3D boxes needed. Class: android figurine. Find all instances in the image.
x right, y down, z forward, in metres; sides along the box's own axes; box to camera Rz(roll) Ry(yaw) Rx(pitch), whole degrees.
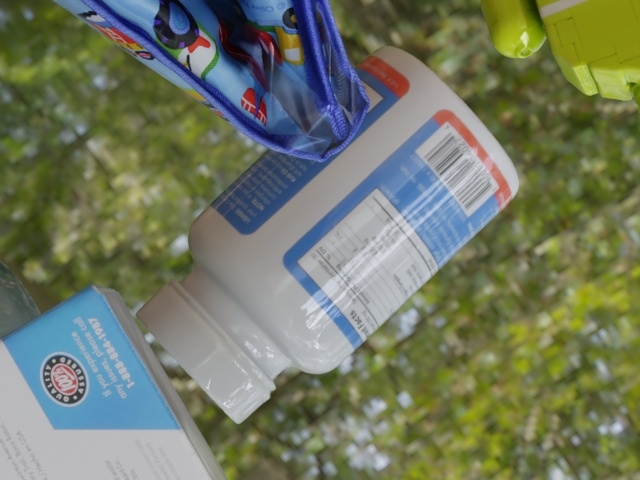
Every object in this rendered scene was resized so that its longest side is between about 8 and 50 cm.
[{"bbox_3d":[0.231,-0.205,1.317,0.248,0.056,0.272,-21,-120,12],"label":"android figurine"}]

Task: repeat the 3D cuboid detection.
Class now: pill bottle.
[{"bbox_3d":[0.000,0.000,1.102,0.221,0.124,0.124,-42,-153,-4],"label":"pill bottle"}]

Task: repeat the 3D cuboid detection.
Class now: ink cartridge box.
[{"bbox_3d":[-0.122,0.103,0.614,0.180,0.104,0.060,-30,179,-1],"label":"ink cartridge box"}]

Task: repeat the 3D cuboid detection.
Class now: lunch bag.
[{"bbox_3d":[-0.101,-0.152,0.727,0.138,0.293,0.221,-43,-129,-6],"label":"lunch bag"}]

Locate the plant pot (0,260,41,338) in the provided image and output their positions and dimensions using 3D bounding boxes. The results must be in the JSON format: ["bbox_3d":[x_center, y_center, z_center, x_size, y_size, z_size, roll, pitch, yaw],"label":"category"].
[{"bbox_3d":[-0.270,0.150,0.958,0.196,0.293,0.293,-2,-174,-35],"label":"plant pot"}]
